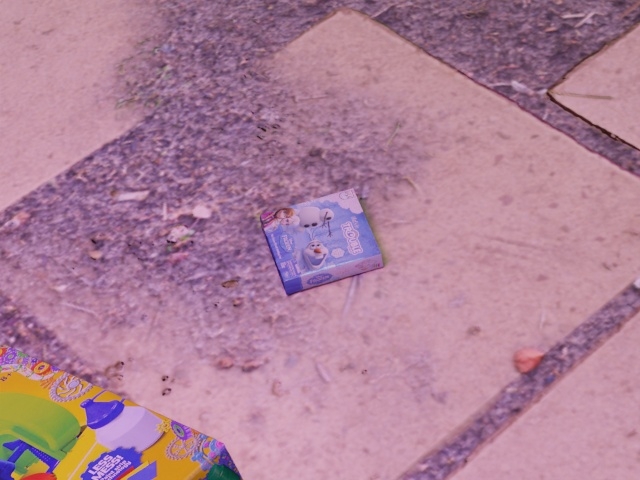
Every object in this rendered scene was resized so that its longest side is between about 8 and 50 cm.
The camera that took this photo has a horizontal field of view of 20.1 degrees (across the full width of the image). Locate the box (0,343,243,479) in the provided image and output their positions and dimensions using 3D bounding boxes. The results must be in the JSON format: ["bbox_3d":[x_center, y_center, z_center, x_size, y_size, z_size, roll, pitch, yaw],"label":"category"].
[{"bbox_3d":[-0.217,0.254,1.231,0.290,0.177,0.279,-41,35,-27],"label":"box"}]

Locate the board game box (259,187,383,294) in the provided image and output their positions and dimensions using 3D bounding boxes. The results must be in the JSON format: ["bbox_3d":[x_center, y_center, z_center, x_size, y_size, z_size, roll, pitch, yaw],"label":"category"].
[{"bbox_3d":[0.000,0.000,1.596,0.090,0.020,0.090,-16,45,-7],"label":"board game box"}]
